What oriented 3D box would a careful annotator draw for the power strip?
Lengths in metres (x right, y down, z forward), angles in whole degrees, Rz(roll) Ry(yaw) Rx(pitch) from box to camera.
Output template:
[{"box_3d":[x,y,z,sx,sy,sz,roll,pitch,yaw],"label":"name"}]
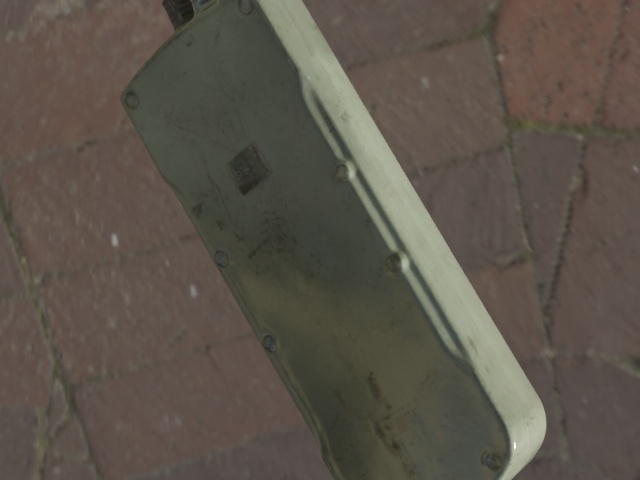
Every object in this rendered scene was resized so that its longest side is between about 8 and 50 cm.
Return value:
[{"box_3d":[0.000,0.000,0.581,0.080,0.029,0.227,-34,84,36],"label":"power strip"}]
